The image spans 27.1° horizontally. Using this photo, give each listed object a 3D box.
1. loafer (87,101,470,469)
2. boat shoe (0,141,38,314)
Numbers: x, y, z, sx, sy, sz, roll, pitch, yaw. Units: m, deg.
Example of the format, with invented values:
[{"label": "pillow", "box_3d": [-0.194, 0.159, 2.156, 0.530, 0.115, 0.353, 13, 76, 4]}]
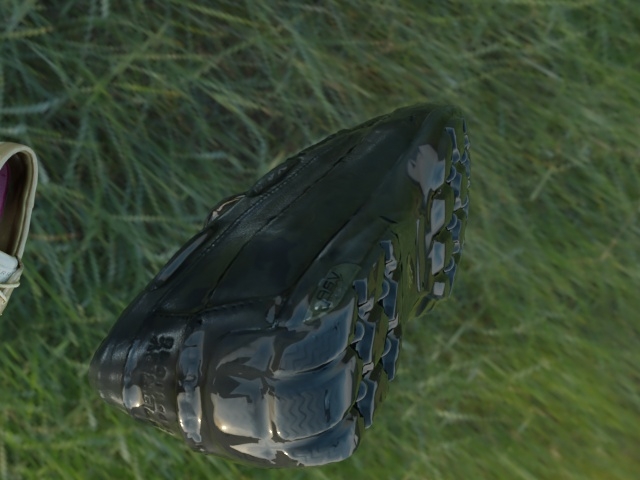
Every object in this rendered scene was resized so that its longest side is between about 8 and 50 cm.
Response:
[{"label": "loafer", "box_3d": [0.000, 0.000, 0.436, 0.223, 0.078, 0.076, -48, 140, -62]}, {"label": "boat shoe", "box_3d": [-0.218, 0.012, 0.838, 0.063, 0.059, 0.170, 30, 60, -50]}]
